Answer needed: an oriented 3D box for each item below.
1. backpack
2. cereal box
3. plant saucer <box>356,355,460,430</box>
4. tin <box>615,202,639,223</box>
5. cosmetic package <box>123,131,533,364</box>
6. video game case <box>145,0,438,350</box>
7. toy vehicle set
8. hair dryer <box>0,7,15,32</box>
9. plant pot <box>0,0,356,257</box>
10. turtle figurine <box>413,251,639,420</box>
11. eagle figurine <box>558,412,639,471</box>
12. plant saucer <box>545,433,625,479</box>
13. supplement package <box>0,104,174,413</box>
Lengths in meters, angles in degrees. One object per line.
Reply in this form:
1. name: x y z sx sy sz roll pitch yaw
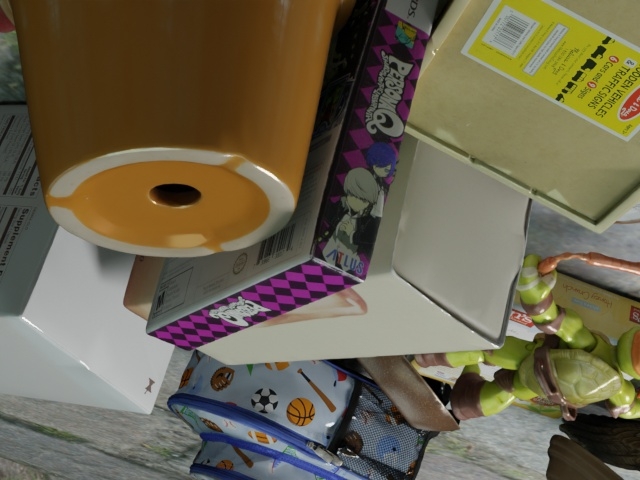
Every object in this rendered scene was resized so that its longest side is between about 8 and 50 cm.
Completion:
1. backpack: -0.037 0.201 1.366 0.263 0.213 0.276 36 154 -17
2. cereal box: 0.196 0.096 1.156 0.173 0.047 0.240 20 155 -7
3. plant saucer: 0.052 0.105 1.140 0.198 0.036 0.198 50 178 3
4. tin: 0.218 -0.058 0.822 0.106 0.040 0.190 33 152 -24
5. cosmetic package: 0.000 0.000 0.947 0.296 0.153 0.129 -10 146 44
6. video game case: -0.022 -0.049 0.777 0.042 0.210 0.232 25 154 -22
7. toy vehicle set: 0.152 -0.107 0.702 0.166 0.035 0.267 28 152 -3
8. hair dryer: -0.198 -0.205 0.711 0.224 0.080 0.293 19 157 -8
9. plant pot: -0.079 -0.100 0.667 0.205 0.187 0.205 -1 156 0
10. turtle figurine: 0.200 0.107 1.019 0.217 0.087 0.269 -11 142 40
11. eagle figurine: 0.417 0.243 1.227 0.226 0.225 0.298 -36 97 14
12. plant saucer: 0.323 0.306 1.242 0.278 0.041 0.278 47 175 6
13. supplement package: -0.271 0.013 1.092 0.263 0.198 0.199 3 153 29
